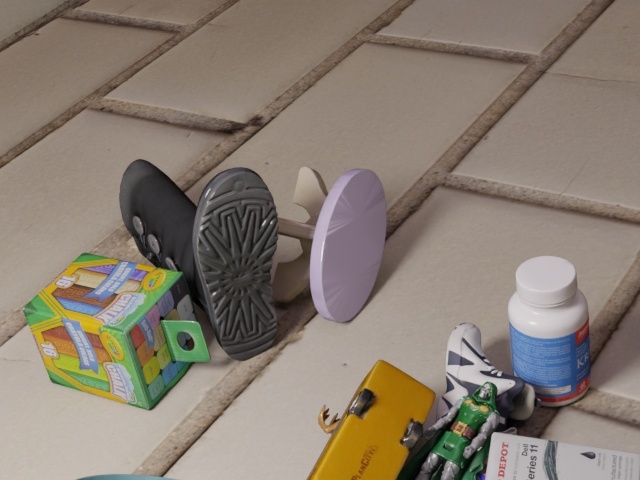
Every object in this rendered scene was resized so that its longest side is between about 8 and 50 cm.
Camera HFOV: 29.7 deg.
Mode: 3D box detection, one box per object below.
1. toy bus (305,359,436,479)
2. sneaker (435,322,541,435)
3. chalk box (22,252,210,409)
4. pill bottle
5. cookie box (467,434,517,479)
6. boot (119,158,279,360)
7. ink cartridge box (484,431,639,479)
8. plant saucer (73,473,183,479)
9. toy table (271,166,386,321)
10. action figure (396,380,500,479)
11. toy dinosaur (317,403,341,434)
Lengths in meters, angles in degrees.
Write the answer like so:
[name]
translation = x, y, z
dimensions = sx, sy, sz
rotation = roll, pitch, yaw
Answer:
[toy bus]
translation = 0.052, 0.326, 1.743
dimensions = 0.108, 0.130, 0.333
rotation = 33, 51, 1
[sneaker]
translation = 0.272, 0.226, 1.892
dimensions = 0.153, 0.094, 0.235
rotation = 2, 36, 15
[chalk box]
translation = -0.326, 0.159, 2.075
dimensions = 0.289, 0.180, 0.179
rotation = 10, 39, 29
[pill bottle]
translation = 0.355, 0.139, 1.879
dimensions = 0.124, 0.221, 0.124
rotation = -7, 35, 5
[cookie box]
translation = 0.278, 0.346, 1.762
dimensions = 0.092, 0.040, 0.107
rotation = -22, 37, -14
[boot]
translation = -0.233, -0.043, 2.185
dimensions = 0.146, 0.367, 0.445
rotation = -12, 33, -23
[ink cartridge box]
translation = 0.324, 0.358, 1.648
dimensions = 0.208, 0.087, 0.153
rotation = 6, 50, 11
[plant saucer]
translation = -0.205, 0.392, 1.695
dimensions = 0.317, 0.044, 0.317
rotation = 12, 1, 0
[toy table]
translation = 0.000, 0.000, 2.183
dimensions = 0.161, 0.252, 0.274
rotation = 8, 70, 39
[action figure]
translation = 0.194, 0.303, 1.763
dimensions = 0.137, 0.063, 0.232
rotation = 21, 66, 34
[toy dinosaur]
translation = 0.045, 0.304, 1.868
dimensions = 0.112, 0.064, 0.211
rotation = 21, 46, 36
